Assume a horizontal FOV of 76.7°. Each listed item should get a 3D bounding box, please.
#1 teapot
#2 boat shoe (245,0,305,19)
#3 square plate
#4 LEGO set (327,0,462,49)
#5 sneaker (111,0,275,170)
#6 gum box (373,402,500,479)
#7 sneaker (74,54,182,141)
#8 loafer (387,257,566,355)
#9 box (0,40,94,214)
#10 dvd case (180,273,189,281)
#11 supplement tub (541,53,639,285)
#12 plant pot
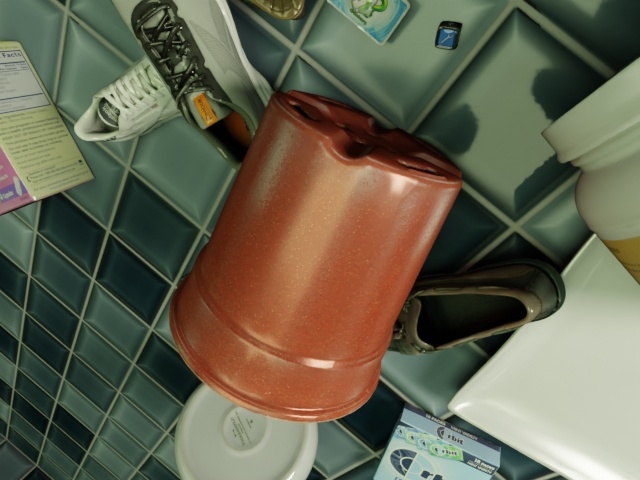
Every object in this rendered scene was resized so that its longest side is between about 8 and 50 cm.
[{"bbox_3d":[-0.124,0.349,0.717,0.253,0.255,0.187,8,143,6],"label":"teapot"},{"bbox_3d":[-0.082,-0.290,0.443,0.152,0.049,0.056,41,103,-1],"label":"boat shoe"},{"bbox_3d":[0.387,0.181,0.475,0.344,0.049,0.347,28,125,11],"label":"square plate"},{"bbox_3d":[0.066,-0.297,0.369,0.244,0.060,0.182,38,137,-6],"label":"LEGO set"},{"bbox_3d":[-0.132,-0.193,0.439,0.101,0.107,0.271,-19,129,26],"label":"sneaker"},{"bbox_3d":[0.188,0.378,0.683,0.157,0.041,0.184,21,123,14],"label":"gum box"},{"bbox_3d":[-0.231,-0.196,0.541,0.235,0.095,0.090,-25,101,31],"label":"sneaker"},{"bbox_3d":[0.146,0.089,0.496,0.268,0.084,0.096,-30,82,44],"label":"loafer"},{"bbox_3d":[-0.557,-0.176,0.696,0.214,0.117,0.242,-9,111,30],"label":"box"},{"bbox_3d":[-0.119,0.142,0.716,0.253,0.022,0.180,-1,117,26],"label":"dvd case"},{"bbox_3d":[0.335,-0.018,0.264,0.316,0.228,0.228,53,126,7],"label":"supplement tub"},{"bbox_3d":[0.000,0.000,0.448,0.273,0.272,0.264,29,118,9],"label":"plant pot"}]
